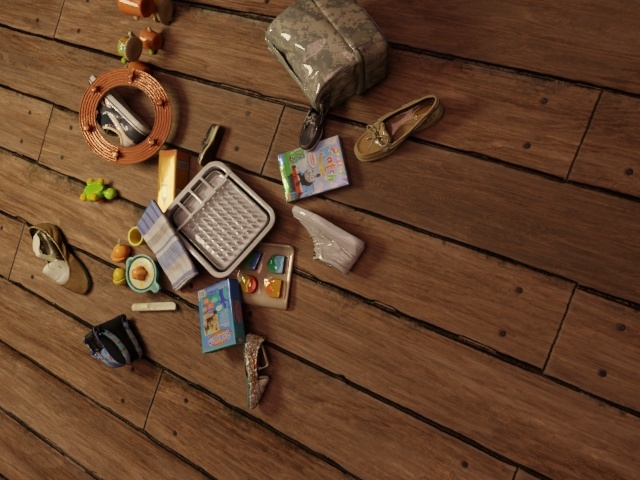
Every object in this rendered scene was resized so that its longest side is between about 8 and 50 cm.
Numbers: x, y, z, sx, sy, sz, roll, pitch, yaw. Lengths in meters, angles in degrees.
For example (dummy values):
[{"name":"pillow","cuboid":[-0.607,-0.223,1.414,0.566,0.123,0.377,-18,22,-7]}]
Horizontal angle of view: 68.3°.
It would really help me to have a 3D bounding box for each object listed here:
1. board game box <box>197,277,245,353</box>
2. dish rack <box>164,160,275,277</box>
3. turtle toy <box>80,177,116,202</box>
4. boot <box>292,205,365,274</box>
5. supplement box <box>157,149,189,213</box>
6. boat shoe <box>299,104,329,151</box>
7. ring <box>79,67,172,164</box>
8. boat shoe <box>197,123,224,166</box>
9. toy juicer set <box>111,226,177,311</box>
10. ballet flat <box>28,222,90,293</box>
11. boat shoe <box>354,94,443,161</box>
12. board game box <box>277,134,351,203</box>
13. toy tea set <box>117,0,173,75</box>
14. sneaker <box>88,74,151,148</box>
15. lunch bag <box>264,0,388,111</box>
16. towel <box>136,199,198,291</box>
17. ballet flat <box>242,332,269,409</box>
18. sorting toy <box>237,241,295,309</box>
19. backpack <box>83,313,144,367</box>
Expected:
[{"name":"board game box","cuboid":[-0.323,0.246,1.527,0.160,0.047,0.210,-21,68,33]},{"name":"dish rack","cuboid":[-0.324,-0.066,1.542,0.333,0.072,0.285,42,89,20]},{"name":"turtle toy","cuboid":[-0.829,-0.180,1.768,0.130,0.066,0.095,2,65,19]},{"name":"boot","cuboid":[0.000,0.000,1.425,0.258,0.095,0.123,30,91,19]},{"name":"supplement box","cuboid":[-0.513,-0.194,1.644,0.078,0.080,0.234,2,86,22]},{"name":"boat shoe","cuboid":[-0.026,-0.376,1.453,0.075,0.065,0.206,16,81,27]},{"name":"ring","cuboid":[-0.684,-0.434,1.644,0.336,0.032,0.337,0,92,4]},{"name":"boat shoe","cuboid":[-0.381,-0.327,1.615,0.049,0.056,0.152,26,87,25]},{"name":"toy juicer set","cuboid":[-0.658,0.133,1.676,0.209,0.089,0.329,-26,79,18]},{"name":"ballet flat","cuboid":[-1.012,0.068,1.796,0.116,0.124,0.342,-40,75,15]},{"name":"boat shoe","cuboid":[0.215,-0.330,1.363,0.285,0.089,0.105,-33,77,17]},{"name":"board game box","cuboid":[-0.021,-0.220,1.476,0.211,0.039,0.160,-15,82,19]},{"name":"toy tea set","cuboid":[-0.655,-0.731,1.663,0.124,0.200,0.336,25,102,12]},{"name":"sneaker","cuboid":[-0.767,-0.468,1.728,0.127,0.126,0.321,-45,75,7]},{"name":"lunch bag","cuboid":[0.012,-0.549,1.359,0.256,0.212,0.305,-32,77,-6]},{"name":"towel","cuboid":[-0.516,0.025,1.575,0.209,0.034,0.285,-31,90,51]},{"name":"ballet flat","cuboid":[-0.201,0.414,1.494,0.077,0.091,0.241,-5,89,-2]},{"name":"sorting toy","cuboid":[-0.185,0.110,1.522,0.193,0.038,0.208,6,90,21]},{"name":"backpack","cuboid":[-0.719,0.369,1.660,0.117,0.158,0.173,-39,86,23]}]
